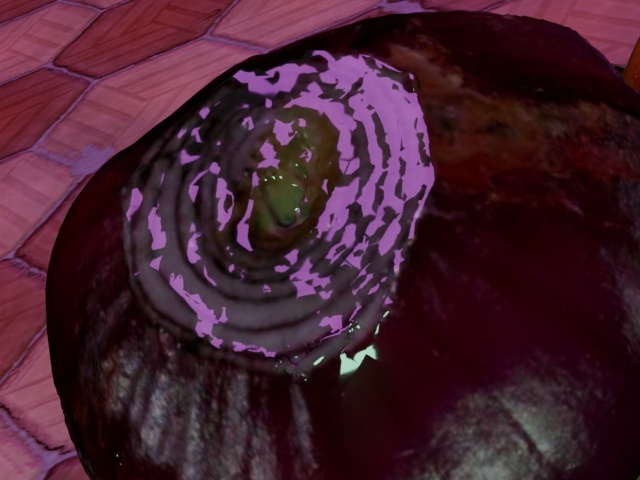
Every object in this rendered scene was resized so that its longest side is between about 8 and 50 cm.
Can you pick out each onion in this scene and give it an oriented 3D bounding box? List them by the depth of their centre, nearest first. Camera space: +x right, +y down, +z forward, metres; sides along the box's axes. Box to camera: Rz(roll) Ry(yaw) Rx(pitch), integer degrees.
[{"bbox_3d":[0.039,0.056,0.729,0.337,0.282,0.260,-24,58,-1],"label":"onion"}]

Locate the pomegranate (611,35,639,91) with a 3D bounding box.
[{"bbox_3d":[0.259,-0.067,0.842,0.235,0.210,0.210,3,38,37],"label":"pomegranate"}]
